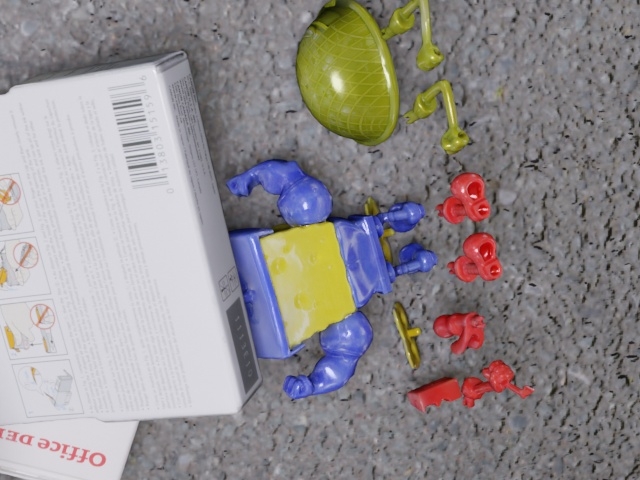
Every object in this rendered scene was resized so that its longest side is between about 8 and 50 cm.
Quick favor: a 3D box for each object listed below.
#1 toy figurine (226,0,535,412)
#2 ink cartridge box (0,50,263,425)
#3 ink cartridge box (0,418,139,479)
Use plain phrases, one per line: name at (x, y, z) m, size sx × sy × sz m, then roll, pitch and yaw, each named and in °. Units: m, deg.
toy figurine at (0.000, 0.000, 1.130) m, size 0.217 × 0.191 × 0.362 m, roll -20°, pitch 101°, yaw -24°
ink cartridge box at (-0.189, 0.008, 1.084) m, size 0.239 × 0.060 × 0.275 m, roll -6°, pitch 107°, yaw 21°
ink cartridge box at (-0.218, 0.088, 1.184) m, size 0.159 × 0.092 × 0.217 m, roll 17°, pitch 96°, yaw -14°
